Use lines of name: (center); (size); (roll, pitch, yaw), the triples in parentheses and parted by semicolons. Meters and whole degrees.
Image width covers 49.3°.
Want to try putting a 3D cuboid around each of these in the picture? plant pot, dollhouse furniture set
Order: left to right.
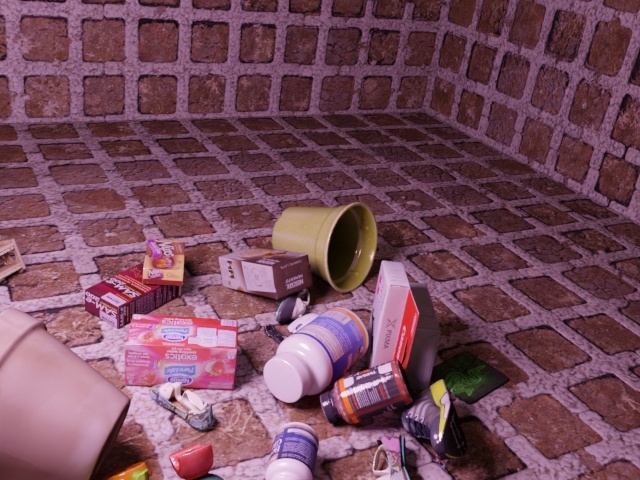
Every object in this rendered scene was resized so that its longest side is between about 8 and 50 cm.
dollhouse furniture set: (-0.942, 0.083, 1.912); (0.160, 0.101, 0.182); (-7, 18, 28)
plant pot: (-0.525, 0.329, 1.310); (0.280, 0.323, 0.323); (24, 26, -4)
plant pot: (0.000, 0.000, 2.166); (0.253, 0.276, 0.276); (13, 24, 36)

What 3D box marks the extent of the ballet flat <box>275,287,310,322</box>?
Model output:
ballet flat: (-0.069, 0.175, 1.971); (0.074, 0.074, 0.203); (12, 24, 8)

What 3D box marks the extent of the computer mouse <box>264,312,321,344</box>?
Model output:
computer mouse: (-0.051, 0.233, 1.887); (0.106, 0.042, 0.193); (28, 32, 36)

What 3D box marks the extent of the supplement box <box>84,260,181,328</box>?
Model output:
supplement box: (-0.507, 0.141, 1.904); (0.130, 0.073, 0.239); (22, 30, 25)

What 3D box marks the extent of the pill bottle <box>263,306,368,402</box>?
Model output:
pill bottle: (-0.012, 0.278, 1.684); (0.152, 0.152, 0.272); (23, 30, 27)

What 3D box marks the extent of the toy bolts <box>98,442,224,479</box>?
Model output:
toy bolts: (-0.287, 0.483, 1.270); (0.228, 0.159, 0.218); (-16, -6, -23)

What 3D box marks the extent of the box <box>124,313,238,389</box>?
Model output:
box: (-0.326, 0.263, 1.652); (0.256, 0.123, 0.128); (4, 26, -8)

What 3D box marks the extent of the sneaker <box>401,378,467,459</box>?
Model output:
sneaker: (0.242, 0.403, 1.525); (0.121, 0.111, 0.300); (-21, 2, 7)

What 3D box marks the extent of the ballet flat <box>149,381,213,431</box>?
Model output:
ballet flat: (-0.307, 0.351, 1.550); (0.188, 0.070, 0.070); (23, 30, 28)

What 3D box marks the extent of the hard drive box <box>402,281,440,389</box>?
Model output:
hard drive box: (0.234, 0.241, 1.801); (0.089, 0.181, 0.232); (6, 25, -3)

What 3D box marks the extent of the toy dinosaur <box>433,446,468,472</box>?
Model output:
toy dinosaur: (0.287, 0.461, 1.505); (0.082, 0.090, 0.047); (-42, 65, -18)

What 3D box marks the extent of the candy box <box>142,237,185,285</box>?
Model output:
candy box: (-0.435, 0.059, 1.949); (0.109, 0.053, 0.187); (5, 26, -11)

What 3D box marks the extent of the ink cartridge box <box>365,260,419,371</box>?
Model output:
ink cartridge box: (0.167, 0.225, 1.701); (0.060, 0.275, 0.239); (6, 26, -5)

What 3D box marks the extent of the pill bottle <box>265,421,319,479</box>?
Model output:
pill bottle: (-0.058, 0.450, 1.387); (0.094, 0.094, 0.169); (10, 26, 3)

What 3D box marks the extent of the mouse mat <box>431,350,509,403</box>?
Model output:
mouse mat: (0.382, 0.353, 1.815); (0.189, 0.007, 0.152); (-18, 36, -41)

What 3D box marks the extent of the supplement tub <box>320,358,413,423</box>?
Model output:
supplement tub: (0.102, 0.347, 1.571); (0.197, 0.106, 0.106); (-21, 26, 7)

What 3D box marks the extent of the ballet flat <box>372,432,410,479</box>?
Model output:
ballet flat: (0.148, 0.479, 1.431); (0.079, 0.077, 0.221); (-10, 22, 3)

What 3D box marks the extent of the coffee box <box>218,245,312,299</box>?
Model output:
coffee box: (-0.159, 0.088, 2.003); (0.141, 0.098, 0.246); (-19, 18, -40)
